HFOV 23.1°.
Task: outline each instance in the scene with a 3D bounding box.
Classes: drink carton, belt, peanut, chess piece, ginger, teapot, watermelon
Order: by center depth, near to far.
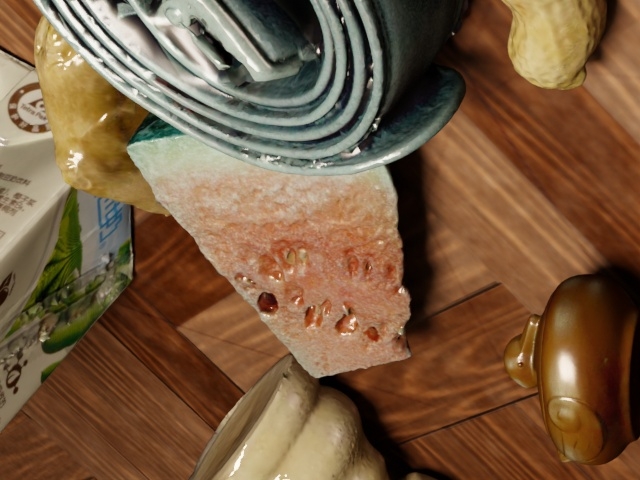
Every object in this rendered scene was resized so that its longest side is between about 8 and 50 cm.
[{"bbox_3d":[0.108,-0.118,0.745,0.054,0.054,0.113,15,140,31],"label":"peanut"},{"bbox_3d":[-0.041,-0.141,0.793,0.267,0.116,0.206,36,142,7],"label":"belt"},{"bbox_3d":[0.144,0.077,0.891,0.078,0.098,0.129,4,138,21],"label":"teapot"},{"bbox_3d":[0.000,0.000,0.968,0.154,0.094,0.241,4,136,26],"label":"watermelon"},{"bbox_3d":[-0.126,-0.085,0.969,0.069,0.095,0.190,-123,18,-48],"label":"ginger"},{"bbox_3d":[-0.266,0.050,1.040,0.132,0.324,0.194,29,145,15],"label":"drink carton"},{"bbox_3d":[0.038,0.210,1.138,0.261,0.143,0.143,36,147,-9],"label":"chess piece"}]
